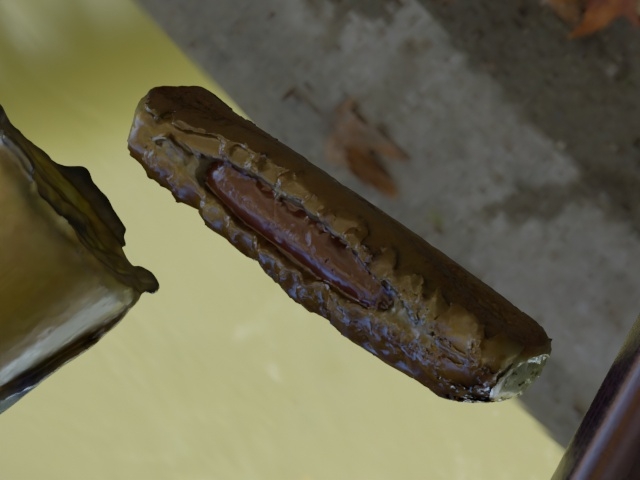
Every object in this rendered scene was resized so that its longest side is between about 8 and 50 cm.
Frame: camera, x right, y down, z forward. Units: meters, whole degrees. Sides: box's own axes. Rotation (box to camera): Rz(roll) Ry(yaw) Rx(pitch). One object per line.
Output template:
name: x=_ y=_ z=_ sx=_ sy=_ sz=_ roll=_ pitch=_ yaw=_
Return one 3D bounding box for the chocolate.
chocolate: x=-0.316 y=0.114 z=1.122 sx=0.162 sy=0.445 sz=0.162 roll=49 pitch=-178 yaw=-2

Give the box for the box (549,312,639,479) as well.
box: x=0.186 y=0.035 z=0.666 sx=0.120 sy=0.224 sz=0.069 roll=29 pitch=-174 yaw=1

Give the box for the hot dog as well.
hot dog: x=0.001 y=0.000 z=0.936 sx=0.289 sy=0.068 sz=0.083 roll=35 pitch=-169 yaw=32
